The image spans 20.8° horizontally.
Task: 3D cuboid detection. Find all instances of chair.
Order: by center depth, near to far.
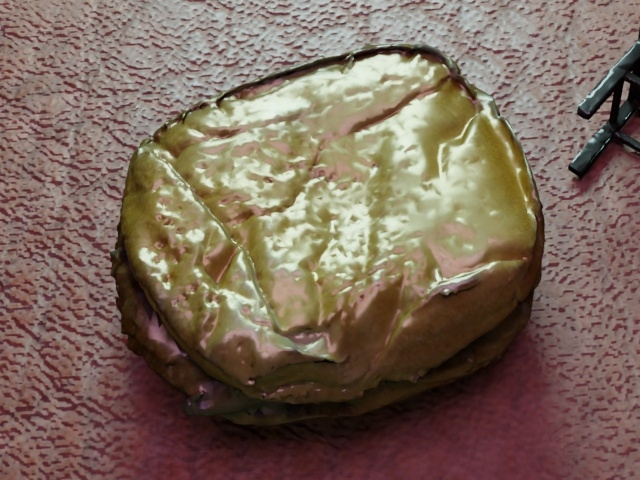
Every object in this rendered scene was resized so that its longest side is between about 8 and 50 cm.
[{"bbox_3d":[0.278,-0.117,1.248,0.101,0.084,0.212,32,64,20],"label":"chair"}]

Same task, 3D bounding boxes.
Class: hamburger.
[{"bbox_3d":[0.001,-0.001,1.157,0.283,0.145,0.260,-11,59,-8],"label":"hamburger"}]
